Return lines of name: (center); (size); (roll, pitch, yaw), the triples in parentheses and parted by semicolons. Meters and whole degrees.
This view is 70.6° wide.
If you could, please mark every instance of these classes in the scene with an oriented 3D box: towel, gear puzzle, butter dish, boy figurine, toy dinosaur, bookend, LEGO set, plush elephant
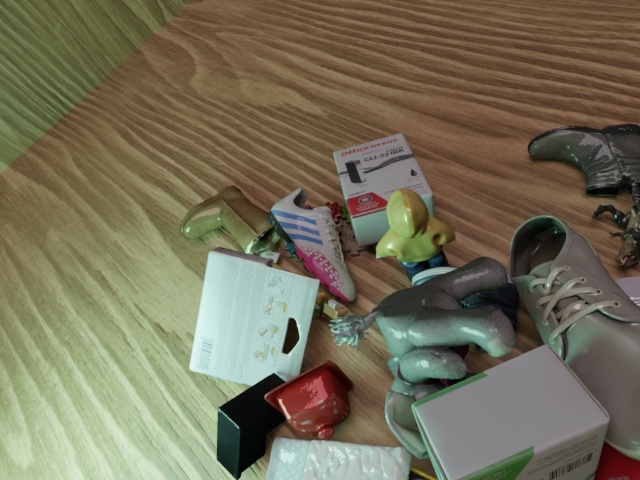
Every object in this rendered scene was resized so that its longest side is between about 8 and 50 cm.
towel: (-0.002, 0.526, 0.798); (0.317, 0.053, 0.332); (-12, 50, 37)
gear puzzle: (0.061, -0.041, 1.206); (0.339, 0.044, 0.175); (-6, 57, 20)
butter dish: (-0.005, 0.341, 0.911); (0.160, 0.160, 0.118); (-30, 47, 3)
boy figurine: (0.197, -0.002, 0.973); (0.177, 0.285, 0.092); (-17, 54, 16)
toy dinosaur: (0.658, -0.068, 0.946); (0.118, 0.064, 0.268); (33, 85, 19)
bookend: (-0.139, 0.397, 0.977); (0.072, 0.156, 0.157); (27, 33, 34)
LEGO set: (-0.071, 0.139, 1.114); (0.287, 0.132, 0.107); (30, 91, 11)
plush elephant: (0.205, 0.221, 0.804); (0.330, 0.255, 0.272); (-18, 14, 17)

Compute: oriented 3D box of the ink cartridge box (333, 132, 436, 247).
ink cartridge box: (0.154, -0.135, 1.144); (0.197, 0.114, 0.273); (-15, 44, 4)

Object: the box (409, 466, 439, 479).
box: (0.180, 0.574, 0.742); (0.257, 0.079, 0.322); (15, 66, 28)

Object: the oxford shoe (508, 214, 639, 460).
oxford shoe: (0.390, 0.110, 0.685); (0.169, 0.130, 0.449); (-45, 21, 30)

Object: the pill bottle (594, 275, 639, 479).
pill bottle: (0.523, 0.273, 0.690); (0.229, 0.229, 0.408); (-7, 56, 19)

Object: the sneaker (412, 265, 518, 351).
sneaker: (0.299, 0.144, 0.959); (0.226, 0.086, 0.163); (2, 57, 23)

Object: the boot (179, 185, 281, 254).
boot: (-0.261, -0.035, 1.301); (0.236, 0.089, 0.269); (-43, 49, -8)

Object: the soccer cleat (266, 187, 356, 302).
soccer cleat: (0.000, 0.000, 1.123); (0.143, 0.116, 0.331); (-43, 67, 3)

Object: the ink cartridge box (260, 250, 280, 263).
ink cartridge box: (-0.148, 0.086, 1.224); (0.063, 0.029, 0.115); (6, 60, 27)

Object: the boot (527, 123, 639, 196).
boot: (0.613, -0.179, 1.040); (0.246, 0.083, 0.161); (-1, 65, 24)

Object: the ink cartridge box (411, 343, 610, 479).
ink cartridge box: (0.269, 0.312, 0.655); (0.211, 0.289, 0.121); (-23, 40, -1)

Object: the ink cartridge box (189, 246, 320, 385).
ink cartridge box: (-0.150, 0.188, 1.043); (0.261, 0.066, 0.296); (14, 101, 6)
